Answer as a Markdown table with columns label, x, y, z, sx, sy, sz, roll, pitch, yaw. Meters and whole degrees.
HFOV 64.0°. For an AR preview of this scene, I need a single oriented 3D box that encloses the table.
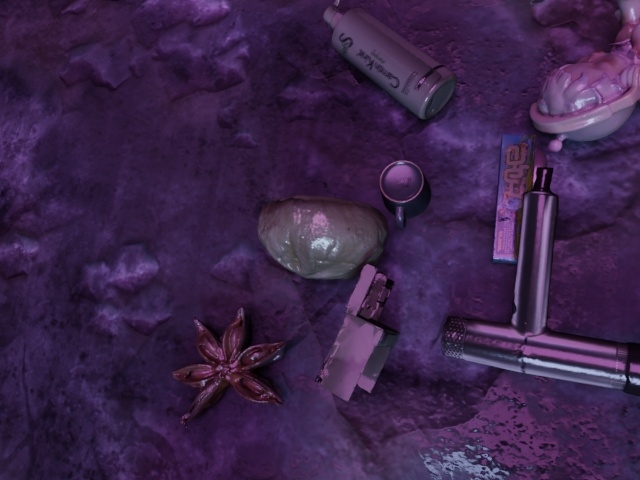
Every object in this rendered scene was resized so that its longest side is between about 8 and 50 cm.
| label | x | y | z | sx | sy | sz | roll | pitch | yaw |
| --- | --- | --- | --- | --- | --- | --- | --- | --- | --- |
| table | 0.070 | 0.131 | 0.735 | 0.062 | 0.146 | 0.175 | 25 | 87 | 20 |

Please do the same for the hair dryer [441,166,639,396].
| label | x | y | z | sx | sy | sz | roll | pitch | yaw |
| --- | --- | --- | --- | --- | --- | --- | --- | --- | --- |
| hair dryer | 0.332 | 0.074 | 0.645 | 0.320 | 0.156 | 0.284 | 15 | 115 | 23 |

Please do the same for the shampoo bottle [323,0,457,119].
| label | x | y | z | sx | sy | sz | roll | pitch | yaw |
| --- | --- | --- | --- | --- | --- | --- | --- | --- | --- |
| shampoo bottle | 0.101 | -0.308 | 0.849 | 0.085 | 0.085 | 0.262 | -47 | 71 | 3 |

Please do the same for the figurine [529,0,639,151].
| label | x | y | z | sx | sy | sz | roll | pitch | yaw |
| --- | --- | --- | --- | --- | --- | --- | --- | --- | --- |
| figurine | 0.395 | -0.230 | 0.719 | 0.237 | 0.162 | 0.141 | -42 | 114 | 6 |

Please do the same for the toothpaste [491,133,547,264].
| label | x | y | z | sx | sy | sz | roll | pitch | yaw |
| --- | --- | --- | --- | --- | --- | --- | --- | --- | --- |
| toothpaste | 0.299 | -0.060 | 0.764 | 0.070 | 0.044 | 0.193 | 5 | 80 | 17 |

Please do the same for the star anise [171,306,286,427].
| label | x | y | z | sx | sy | sz | roll | pitch | yaw |
| --- | --- | --- | --- | --- | --- | --- | --- | --- | --- |
| star anise | -0.145 | 0.197 | 0.832 | 0.208 | 0.063 | 0.171 | -17 | 71 | 15 |

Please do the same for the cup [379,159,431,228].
| label | x | y | z | sx | sy | sz | roll | pitch | yaw |
| --- | --- | --- | --- | --- | --- | --- | --- | --- | --- |
| cup | 0.129 | -0.070 | 0.797 | 0.078 | 0.077 | 0.100 | 4 | 80 | 17 |

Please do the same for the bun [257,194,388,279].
| label | x | y | z | sx | sy | sz | roll | pitch | yaw |
| --- | --- | --- | --- | --- | --- | --- | --- | --- | --- |
| bun | 0.000 | 0.000 | 0.764 | 0.196 | 0.195 | 0.118 | 7 | 87 | 17 |
